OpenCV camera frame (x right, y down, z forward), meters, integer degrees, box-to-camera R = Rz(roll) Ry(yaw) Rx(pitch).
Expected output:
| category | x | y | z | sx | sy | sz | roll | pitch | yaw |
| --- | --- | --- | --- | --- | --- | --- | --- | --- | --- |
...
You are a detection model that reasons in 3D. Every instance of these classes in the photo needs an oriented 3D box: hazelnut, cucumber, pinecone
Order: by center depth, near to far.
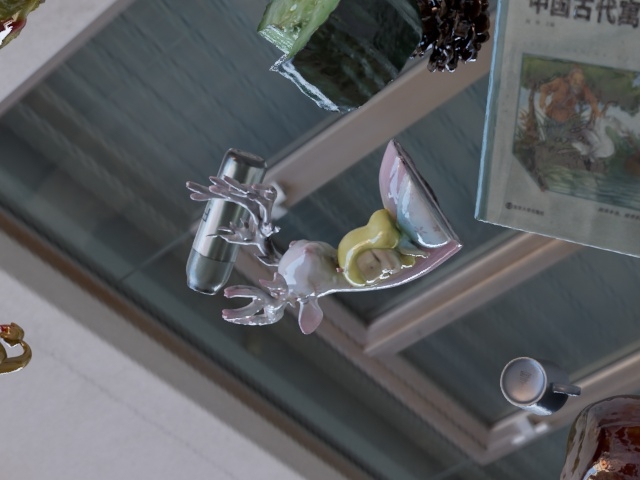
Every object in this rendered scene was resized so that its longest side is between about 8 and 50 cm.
| category | x | y | z | sx | sy | sz | roll | pitch | yaw |
| --- | --- | --- | --- | --- | --- | --- | --- | --- | --- |
| cucumber | 0.019 | -0.269 | 1.319 | 0.130 | 0.191 | 0.191 | 43 | -151 | -38 |
| pinecone | 0.154 | -0.287 | 1.416 | 0.120 | 0.140 | 0.140 | 6 | -131 | -19 |
| hazelnut | 0.442 | 0.330 | 1.502 | 0.218 | 0.218 | 0.234 | 48 | -154 | -18 |

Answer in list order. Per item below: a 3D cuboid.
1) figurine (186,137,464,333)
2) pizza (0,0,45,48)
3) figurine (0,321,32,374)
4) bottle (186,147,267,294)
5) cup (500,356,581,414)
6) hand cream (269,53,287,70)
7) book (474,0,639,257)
| category | x | y | z | sx | sy | sz | roll | pitch | yaw |
| --- | --- | --- | --- | --- | --- | --- | --- | --- | --- |
| figurine | -0.004 | -0.009 | 1.464 | 0.284 | 0.315 | 0.206 | 41 | -162 | -57 |
| pizza | -0.435 | -0.390 | 1.477 | 0.440 | 0.406 | 0.130 | -10 | -128 | -28 |
| figurine | -0.512 | 0.149 | 1.646 | 0.122 | 0.121 | 0.176 | -12 | -138 | -38 |
| bottle | -0.165 | -0.033 | 1.874 | 0.079 | 0.254 | 0.096 | 19 | -168 | -4 |
| cup | 0.300 | 0.196 | 1.469 | 0.077 | 0.100 | 0.078 | 22 | -106 | -56 |
| hand cream | 0.011 | -0.269 | 1.606 | 0.194 | 0.067 | 0.042 | -12 | -104 | -46 |
| book | 0.227 | -0.126 | 0.819 | 0.025 | 0.215 | 0.283 | -30 | -52 | -54 |
